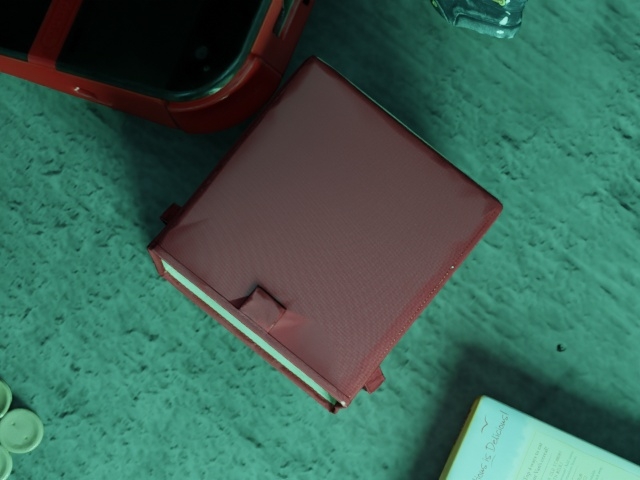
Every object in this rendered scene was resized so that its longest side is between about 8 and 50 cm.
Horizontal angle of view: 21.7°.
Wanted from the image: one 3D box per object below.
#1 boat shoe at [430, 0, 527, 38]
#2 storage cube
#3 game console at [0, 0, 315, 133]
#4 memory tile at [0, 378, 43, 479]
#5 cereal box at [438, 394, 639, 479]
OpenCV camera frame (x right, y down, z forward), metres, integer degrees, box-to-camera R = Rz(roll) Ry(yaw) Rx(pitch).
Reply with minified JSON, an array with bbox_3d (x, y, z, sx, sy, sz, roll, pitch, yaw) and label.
[{"bbox_3d":[0.095,-0.236,1.390,0.183,0.083,0.065,31,40,25],"label":"boat shoe"},{"bbox_3d":[0.000,0.000,1.295,0.215,0.183,0.193,39,83,3],"label":"storage cube"},{"bbox_3d":[-0.132,-0.295,1.343,0.342,0.060,0.386,18,80,27],"label":"game console"},{"bbox_3d":[-0.309,0.145,1.351,0.148,0.012,0.113,41,83,4],"label":"memory tile"},{"bbox_3d":[0.201,0.250,1.339,0.240,0.047,0.173,25,82,2],"label":"cereal box"}]
